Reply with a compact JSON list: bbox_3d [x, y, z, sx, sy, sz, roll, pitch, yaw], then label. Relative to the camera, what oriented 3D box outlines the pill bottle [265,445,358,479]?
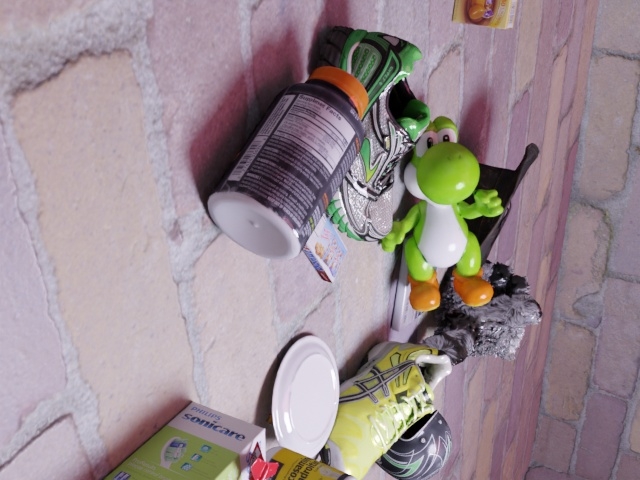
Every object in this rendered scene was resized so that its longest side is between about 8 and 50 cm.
[{"bbox_3d":[-0.042,0.365,1.213,0.103,0.184,0.103,-41,139,-49],"label":"pill bottle"}]

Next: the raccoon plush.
[{"bbox_3d":[0.329,0.235,1.993,0.446,0.216,0.299,-24,146,-22],"label":"raccoon plush"}]

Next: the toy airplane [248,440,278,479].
[{"bbox_3d":[-0.090,0.319,0.992,0.151,0.028,0.151,-36,133,-52],"label":"toy airplane"}]

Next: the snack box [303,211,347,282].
[{"bbox_3d":[0.000,0.000,1.277,0.064,0.022,0.178,-65,153,-20],"label":"snack box"}]

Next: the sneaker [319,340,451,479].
[{"bbox_3d":[0.117,0.294,1.500,0.385,0.147,0.145,-49,120,-51],"label":"sneaker"}]

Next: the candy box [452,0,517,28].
[{"bbox_3d":[0.316,-0.495,1.534,0.053,0.109,0.187,-29,130,-56],"label":"candy box"}]

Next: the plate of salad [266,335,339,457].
[{"bbox_3d":[-0.028,0.253,1.331,0.200,0.048,0.200,2,87,-58],"label":"plate of salad"}]

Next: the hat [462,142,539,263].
[{"bbox_3d":[0.348,-0.082,1.803,0.331,0.134,0.331,-57,164,-25],"label":"hat"}]

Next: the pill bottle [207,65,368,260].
[{"bbox_3d":[-0.028,-0.106,1.036,0.246,0.130,0.130,-60,151,-28],"label":"pill bottle"}]

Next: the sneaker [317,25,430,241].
[{"bbox_3d":[0.081,-0.136,1.208,0.134,0.146,0.344,-58,152,-46],"label":"sneaker"}]

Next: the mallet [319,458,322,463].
[{"bbox_3d":[0.005,0.396,1.506,0.189,0.039,0.062,-44,141,-40],"label":"mallet"}]

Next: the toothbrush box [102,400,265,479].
[{"bbox_3d":[-0.187,0.365,0.993,0.283,0.122,0.206,-37,135,-51],"label":"toothbrush box"}]

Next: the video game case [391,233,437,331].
[{"bbox_3d":[0.206,0.071,1.737,0.183,0.023,0.201,-25,125,-58],"label":"video game case"}]

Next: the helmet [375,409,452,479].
[{"bbox_3d":[0.199,0.434,1.767,0.169,0.161,0.169,-41,139,-49],"label":"helmet"}]

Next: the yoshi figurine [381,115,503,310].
[{"bbox_3d":[0.226,-0.040,1.518,0.203,0.203,0.362,-27,118,-39],"label":"yoshi figurine"}]
